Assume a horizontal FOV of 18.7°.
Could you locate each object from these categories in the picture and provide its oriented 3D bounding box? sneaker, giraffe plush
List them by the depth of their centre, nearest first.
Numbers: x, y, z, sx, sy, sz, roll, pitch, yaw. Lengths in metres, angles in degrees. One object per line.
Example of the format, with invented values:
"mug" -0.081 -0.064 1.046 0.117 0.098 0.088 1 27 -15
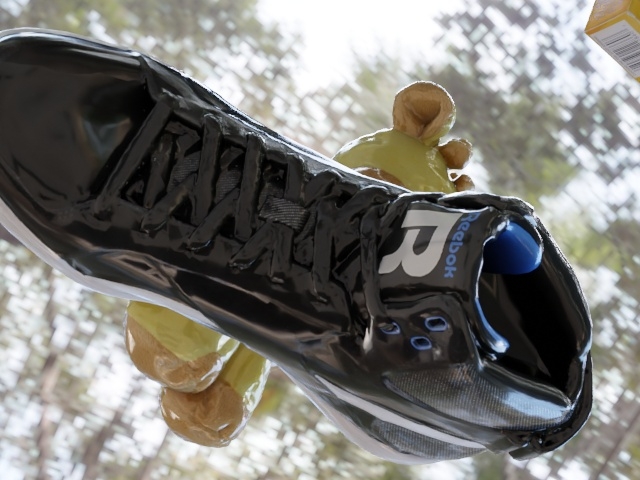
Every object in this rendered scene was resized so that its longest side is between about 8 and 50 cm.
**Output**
"sneaker" -0.003 -0.008 0.590 0.121 0.217 0.079 -18 -137 59
"giraffe plush" 0.000 0.000 1.062 0.170 0.181 0.210 -3 -135 18

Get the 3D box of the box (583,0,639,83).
"box" 0.157 -0.110 0.775 0.028 0.081 0.136 -24 -146 47
